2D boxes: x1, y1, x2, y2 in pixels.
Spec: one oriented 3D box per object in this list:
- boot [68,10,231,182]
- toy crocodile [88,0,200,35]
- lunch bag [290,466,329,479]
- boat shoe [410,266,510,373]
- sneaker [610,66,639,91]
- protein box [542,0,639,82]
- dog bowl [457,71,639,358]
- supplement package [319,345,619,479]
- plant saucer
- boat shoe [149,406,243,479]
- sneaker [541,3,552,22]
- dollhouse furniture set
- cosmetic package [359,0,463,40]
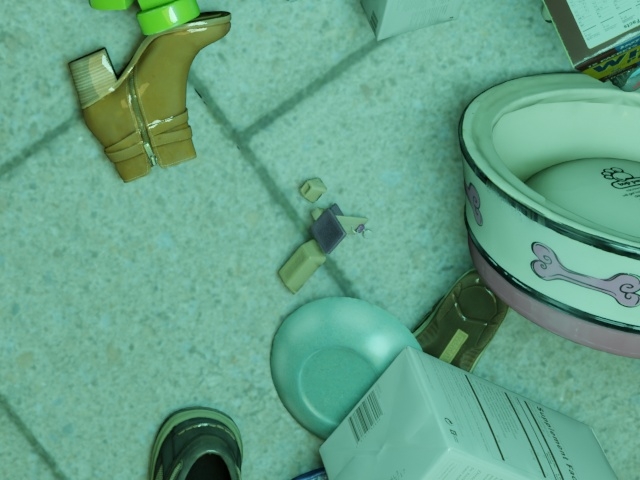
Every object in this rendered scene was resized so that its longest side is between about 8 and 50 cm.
[{"bbox_3d":[-0.166,-0.161,1.870,0.197,0.073,0.152,-21,103,10],"label":"boot"},{"bbox_3d":[-0.110,-0.301,1.754,0.340,0.105,0.115,-14,107,29],"label":"toy crocodile"},{"bbox_3d":[0.007,0.301,1.994,0.098,0.065,0.067,-17,88,-2],"label":"lunch bag"},{"bbox_3d":[0.144,0.125,1.957,0.095,0.095,0.257,41,119,0],"label":"boat shoe"},{"bbox_3d":[0.447,-0.231,1.904,0.262,0.104,0.125,-35,115,-5],"label":"sneaker"},{"bbox_3d":[0.298,-0.288,1.752,0.136,0.200,0.201,-25,83,17],"label":"protein box"},{"bbox_3d":[0.336,-0.025,1.808,0.408,0.408,0.150,5,121,-8],"label":"dog bowl"},{"bbox_3d":[0.178,0.277,1.894,0.293,0.175,0.177,26,115,-30],"label":"supplement package"},{"bbox_3d":[0.028,0.160,1.937,0.195,0.037,0.195,7,113,16],"label":"plant saucer"},{"bbox_3d":[-0.156,0.374,1.955,0.132,0.130,0.355,1,102,-7],"label":"boat shoe"},{"bbox_3d":[0.267,-0.328,1.899,0.075,0.057,0.161,22,101,6],"label":"sneaker"},{"bbox_3d":[0.000,0.000,1.956,0.081,0.091,0.114,6,133,-48],"label":"dollhouse furniture set"},{"bbox_3d":[0.108,-0.305,1.730,0.098,0.239,0.060,-15,65,-15],"label":"cosmetic package"}]
